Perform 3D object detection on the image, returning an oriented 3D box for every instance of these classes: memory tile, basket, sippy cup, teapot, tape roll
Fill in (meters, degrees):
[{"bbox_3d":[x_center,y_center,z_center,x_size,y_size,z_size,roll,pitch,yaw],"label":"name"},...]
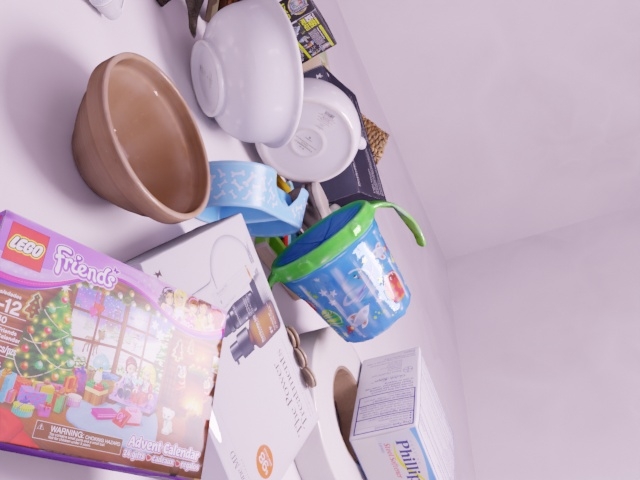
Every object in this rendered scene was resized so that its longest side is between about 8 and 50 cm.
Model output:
[{"bbox_3d":[-0.051,0.206,1.097,0.113,0.012,0.148,64,-24,5],"label":"memory tile"},{"bbox_3d":[0.069,-0.287,2.038,0.213,0.223,0.299,36,25,-5],"label":"basket"},{"bbox_3d":[0.057,0.074,1.261,0.224,0.305,0.240,55,33,-11],"label":"sippy cup"},{"bbox_3d":[-0.033,-0.268,1.422,0.187,0.253,0.256,-90,170,-50],"label":"teapot"},{"bbox_3d":[0.036,0.378,1.348,0.392,0.072,0.392,-18,90,-72],"label":"tape roll"}]

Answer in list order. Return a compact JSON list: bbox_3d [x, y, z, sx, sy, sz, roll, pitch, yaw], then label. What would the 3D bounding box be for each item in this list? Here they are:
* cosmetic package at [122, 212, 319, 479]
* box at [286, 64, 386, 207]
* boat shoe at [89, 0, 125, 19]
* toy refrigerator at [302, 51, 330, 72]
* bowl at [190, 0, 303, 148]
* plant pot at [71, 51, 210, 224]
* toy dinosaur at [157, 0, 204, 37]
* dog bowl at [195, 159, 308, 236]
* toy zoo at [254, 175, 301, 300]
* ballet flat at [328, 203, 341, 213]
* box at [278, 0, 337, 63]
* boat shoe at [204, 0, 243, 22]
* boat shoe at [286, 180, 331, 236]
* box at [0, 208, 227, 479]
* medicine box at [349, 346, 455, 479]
[{"bbox_3d":[-0.146,0.175,0.923,0.284,0.097,0.377,-38,110,-64],"label":"cosmetic package"},{"bbox_3d":[0.020,-0.250,1.710,0.312,0.179,0.343,8,66,-72],"label":"box"},{"bbox_3d":[-0.336,-0.435,1.012,0.063,0.066,0.184,68,9,-64],"label":"boat shoe"},{"bbox_3d":[-0.026,-0.587,2.030,0.102,0.094,0.269,37,39,-62],"label":"toy refrigerator"},{"bbox_3d":[-0.160,-0.315,1.205,0.134,0.298,0.297,-15,86,-29],"label":"bowl"},{"bbox_3d":[-0.259,-0.126,0.867,0.237,0.110,0.237,-17,90,-73],"label":"plant pot"},{"bbox_3d":[-0.258,-0.538,1.176,0.121,0.160,0.313,32,42,-64],"label":"toy dinosaur"},{"bbox_3d":[-0.130,-0.066,1.135,0.297,0.166,0.074,28,59,-66],"label":"dog bowl"},{"bbox_3d":[-0.084,-0.033,1.438,0.293,0.030,0.192,-90,156,-43],"label":"toy zoo"},{"bbox_3d":[0.034,-0.029,1.628,0.068,0.072,0.213,42,-14,11],"label":"ballet flat"},{"bbox_3d":[-0.088,-0.469,1.481,0.060,0.216,0.270,63,12,4],"label":"box"},{"bbox_3d":[-0.163,-0.545,1.286,0.307,0.104,0.110,144,-42,-70],"label":"boat shoe"},{"bbox_3d":[0.000,0.000,1.493,0.112,0.096,0.335,-92,163,-48],"label":"boat shoe"},{"bbox_3d":[-0.230,0.122,0.648,0.293,0.057,0.200,33,51,-44],"label":"box"},{"bbox_3d":[0.189,0.432,1.395,0.289,0.149,0.263,-66,136,-64],"label":"medicine box"}]
